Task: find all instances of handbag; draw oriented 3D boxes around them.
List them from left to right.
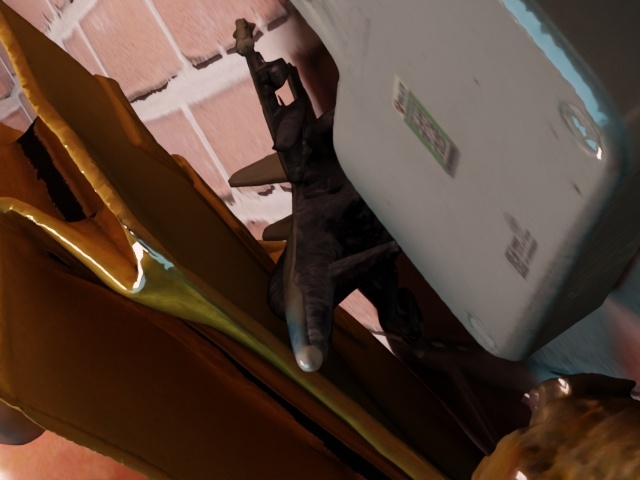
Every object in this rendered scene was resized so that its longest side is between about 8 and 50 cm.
[{"bbox_3d":[-0.048,0.060,0.971,0.401,0.133,0.283,40,-166,-40],"label":"handbag"}]

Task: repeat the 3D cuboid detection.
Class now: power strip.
[{"bbox_3d":[0.043,-0.071,0.626,0.193,0.059,0.265,52,168,12],"label":"power strip"}]

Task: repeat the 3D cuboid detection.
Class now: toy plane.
[{"bbox_3d":[0.010,-0.005,0.855,0.192,0.088,0.262,60,-176,-20],"label":"toy plane"}]

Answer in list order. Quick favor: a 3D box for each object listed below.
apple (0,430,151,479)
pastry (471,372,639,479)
[{"bbox_3d":[-0.116,0.202,1.360,0.364,0.364,0.364,55,169,16],"label":"apple"},{"bbox_3d":[0.142,0.158,0.716,0.229,0.100,0.218,51,172,10],"label":"pastry"}]
